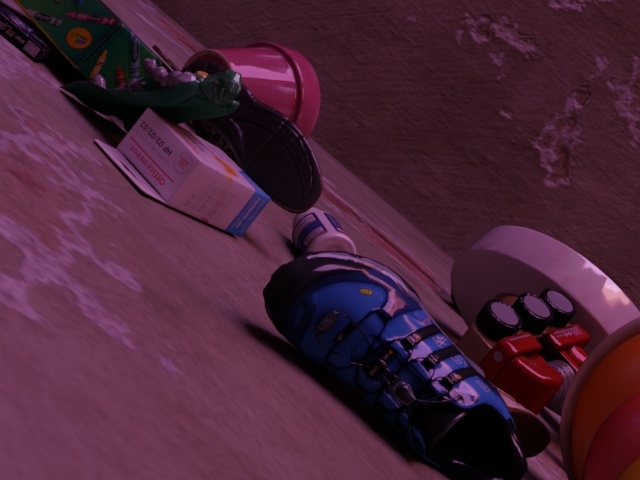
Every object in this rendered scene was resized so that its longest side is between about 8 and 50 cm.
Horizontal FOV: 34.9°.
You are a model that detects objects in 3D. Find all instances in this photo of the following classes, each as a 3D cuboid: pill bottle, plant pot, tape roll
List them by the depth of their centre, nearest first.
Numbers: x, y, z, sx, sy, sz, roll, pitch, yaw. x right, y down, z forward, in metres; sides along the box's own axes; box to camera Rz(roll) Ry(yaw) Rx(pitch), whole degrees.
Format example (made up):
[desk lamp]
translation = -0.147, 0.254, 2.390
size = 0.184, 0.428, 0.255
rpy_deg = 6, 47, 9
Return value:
[pill bottle]
translation = 0.000, 0.000, 1.347
size = 0.067, 0.067, 0.120
rpy_deg = 36, 9, -26
[tape roll]
translation = 0.378, 0.147, 1.651
size = 0.392, 0.072, 0.392
rpy_deg = 41, -23, 21
[plant pot]
translation = -0.132, -0.240, 1.690
size = 0.201, 0.201, 0.180
rpy_deg = 45, 24, 30

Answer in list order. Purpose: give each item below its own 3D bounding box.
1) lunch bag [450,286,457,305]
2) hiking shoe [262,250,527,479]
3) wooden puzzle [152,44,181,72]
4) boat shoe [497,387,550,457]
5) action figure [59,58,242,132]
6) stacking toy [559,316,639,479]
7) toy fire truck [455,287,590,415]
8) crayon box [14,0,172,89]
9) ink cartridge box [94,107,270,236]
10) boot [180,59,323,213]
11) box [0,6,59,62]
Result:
[lunch bag]
translation = 0.435, 0.147, 2.136
size = 0.305, 0.212, 0.256
rpy_deg = 43, 25, 22
[hiking shoe]
translation = 0.081, 0.116, 0.909
size = 0.304, 0.113, 0.132
rpy_deg = 36, 8, -27
[wooden puzzle]
translation = -0.184, -0.217, 1.267
size = 0.049, 0.006, 0.083
rpy_deg = 48, 2, 20
[boat shoe]
translation = 0.206, 0.201, 1.205
size = 0.170, 0.063, 0.059
rpy_deg = 35, 15, -29
[action figure]
translation = -0.166, -0.162, 1.124
size = 0.232, 0.063, 0.137
rpy_deg = 4, -10, 44
[stacking toy]
translation = 0.378, 0.289, 0.977
size = 0.350, 0.350, 0.480
rpy_deg = 41, 26, 6
[toy fire truck]
translation = 0.313, 0.213, 1.399
size = 0.217, 0.158, 0.246
rpy_deg = -5, 46, -46
[crayon box]
translation = -0.300, -0.271, 1.319
size = 0.278, 0.081, 0.165
rpy_deg = 45, 1, 35
[ink cartridge box]
translation = -0.146, -0.077, 1.102
size = 0.104, 0.061, 0.181
rpy_deg = 44, 9, 30
[boot]
translation = -0.084, -0.101, 1.280
size = 0.236, 0.085, 0.178
rpy_deg = 46, -16, 16
[box]
translation = -0.357, -0.245, 1.211
size = 0.083, 0.018, 0.067
rpy_deg = 40, 8, -4
